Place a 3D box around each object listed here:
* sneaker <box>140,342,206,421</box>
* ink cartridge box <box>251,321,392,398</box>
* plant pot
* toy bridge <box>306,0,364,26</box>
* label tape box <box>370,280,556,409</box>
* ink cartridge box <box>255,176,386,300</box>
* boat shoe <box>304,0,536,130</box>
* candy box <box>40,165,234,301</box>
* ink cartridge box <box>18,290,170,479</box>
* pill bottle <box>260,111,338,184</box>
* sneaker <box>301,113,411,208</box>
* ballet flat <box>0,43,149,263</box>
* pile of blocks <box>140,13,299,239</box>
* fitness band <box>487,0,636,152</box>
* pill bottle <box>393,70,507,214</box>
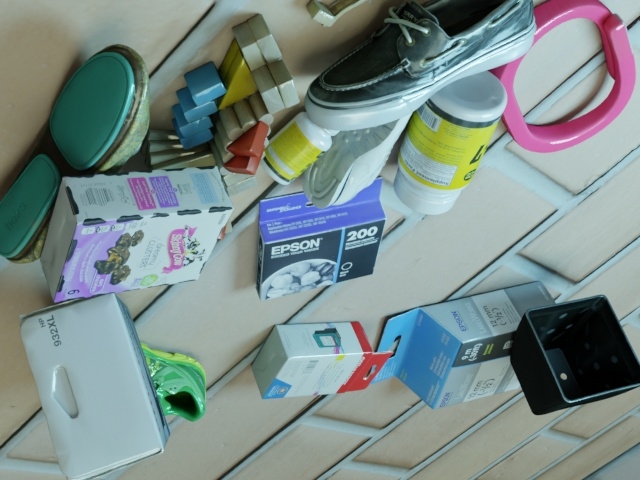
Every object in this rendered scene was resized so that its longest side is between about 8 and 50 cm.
[{"bbox_3d":[-0.302,0.242,1.531,0.295,0.124,0.109,16,129,-41],"label":"sneaker"},{"bbox_3d":[0.004,0.223,1.726,0.231,0.078,0.134,1,138,-31],"label":"ink cartridge box"},{"bbox_3d":[0.469,0.234,1.755,0.188,0.187,0.167,-9,152,-21],"label":"plant pot"},{"bbox_3d":[0.061,-0.327,1.101,0.063,0.026,0.188,14,130,-43],"label":"toy bridge"},{"bbox_3d":[0.289,0.227,1.870,0.347,0.115,0.249,-12,142,-20],"label":"label tape box"},{"bbox_3d":[0.000,0.000,1.469,0.206,0.045,0.208,-12,142,-16],"label":"ink cartridge box"},{"bbox_3d":[0.124,-0.255,1.175,0.335,0.121,0.119,-28,138,-14],"label":"boat shoe"},{"bbox_3d":[-0.226,-0.009,1.126,0.196,0.070,0.165,-8,148,-31],"label":"candy box"},{"bbox_3d":[-0.305,0.201,1.290,0.129,0.223,0.307,-18,175,-10],"label":"ink cartridge box"},{"bbox_3d":[-0.026,-0.135,1.262,0.116,0.065,0.065,-40,142,21],"label":"pill bottle"},{"bbox_3d":[0.066,-0.141,1.308,0.094,0.090,0.235,-5,146,-45],"label":"sneaker"},{"bbox_3d":[-0.286,-0.102,1.126,0.123,0.123,0.348,14,130,-41],"label":"ballet flat"},{"bbox_3d":[-0.137,-0.112,1.186,0.148,0.113,0.362,-1,138,-29],"label":"pile of blocks"},{"bbox_3d":[0.358,-0.241,1.369,0.209,0.054,0.291,-28,144,10],"label":"fitness band"},{"bbox_3d":[0.179,-0.143,1.326,0.119,0.119,0.208,-8,142,-22],"label":"pill bottle"}]
